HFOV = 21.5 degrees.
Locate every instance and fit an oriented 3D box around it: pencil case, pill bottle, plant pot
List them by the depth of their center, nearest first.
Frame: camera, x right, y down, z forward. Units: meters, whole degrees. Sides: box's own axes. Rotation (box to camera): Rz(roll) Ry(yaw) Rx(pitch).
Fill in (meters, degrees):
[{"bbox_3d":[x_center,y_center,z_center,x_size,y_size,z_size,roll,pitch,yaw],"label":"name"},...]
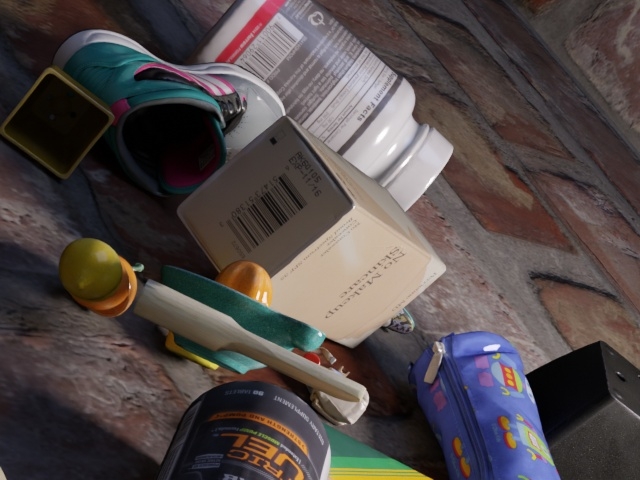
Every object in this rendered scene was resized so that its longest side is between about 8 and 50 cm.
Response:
[{"bbox_3d":[-0.070,0.214,1.263,0.130,0.130,0.246,40,22,-9],"label":"pill bottle"},{"bbox_3d":[-0.255,-0.123,1.641,0.081,0.081,0.083,37,11,-15],"label":"plant pot"},{"bbox_3d":[0.171,0.211,1.709,0.133,0.119,0.306,45,17,-31],"label":"pencil case"},{"bbox_3d":[0.301,0.225,1.856,0.188,0.167,0.187,38,21,-12],"label":"plant pot"},{"bbox_3d":[0.002,-0.169,2.045,0.318,0.176,0.176,41,21,-7],"label":"pill bottle"}]

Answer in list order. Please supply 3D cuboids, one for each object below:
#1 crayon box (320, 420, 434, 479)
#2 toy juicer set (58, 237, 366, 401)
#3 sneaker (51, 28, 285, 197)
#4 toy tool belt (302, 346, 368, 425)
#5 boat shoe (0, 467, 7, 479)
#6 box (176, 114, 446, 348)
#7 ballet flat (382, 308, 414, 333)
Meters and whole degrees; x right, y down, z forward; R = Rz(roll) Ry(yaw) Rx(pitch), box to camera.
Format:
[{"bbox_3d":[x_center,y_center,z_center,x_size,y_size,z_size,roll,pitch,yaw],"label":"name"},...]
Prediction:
[{"bbox_3d":[0.048,0.290,1.395,0.165,0.081,0.278,31,24,-30],"label":"crayon box"},{"bbox_3d":[-0.104,0.042,1.380,0.209,0.089,0.329,29,-9,-23],"label":"toy juicer set"},{"bbox_3d":[-0.129,-0.120,1.786,0.295,0.124,0.178,12,32,-41],"label":"sneaker"},{"bbox_3d":[0.008,0.145,1.660,0.083,0.052,0.051,46,-10,-2],"label":"toy tool belt"},{"bbox_3d":[-0.322,0.087,1.074,0.302,0.113,0.103,46,16,4],"label":"boat shoe"},{"bbox_3d":[0.000,0.000,1.675,0.121,0.148,0.311,52,10,22],"label":"box"},{"bbox_3d":[0.055,0.069,1.898,0.114,0.041,0.041,47,21,10],"label":"ballet flat"}]
